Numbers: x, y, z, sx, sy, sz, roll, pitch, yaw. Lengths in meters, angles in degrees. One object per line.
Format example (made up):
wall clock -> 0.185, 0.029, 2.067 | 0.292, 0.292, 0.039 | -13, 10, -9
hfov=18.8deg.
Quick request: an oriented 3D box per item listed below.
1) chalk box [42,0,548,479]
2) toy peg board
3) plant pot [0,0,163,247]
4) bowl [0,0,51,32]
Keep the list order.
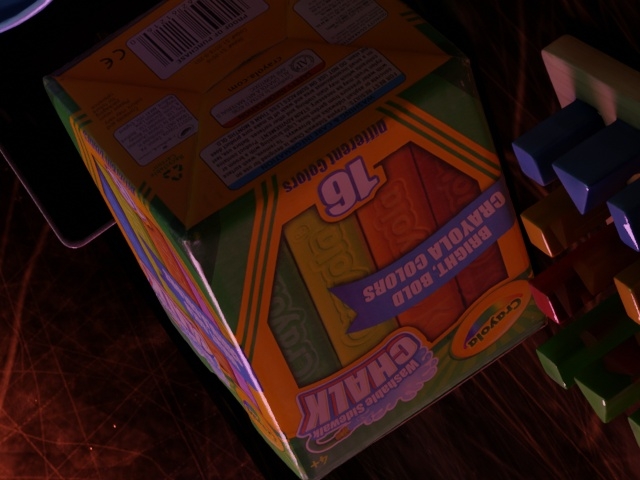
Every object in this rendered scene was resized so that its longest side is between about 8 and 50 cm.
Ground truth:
chalk box -> 0.000, 0.000, 1.110 | 0.179, 0.180, 0.289 | 46, 167, 43
toy peg board -> 0.140, 0.019, 0.814 | 0.161, 0.079, 0.161 | 40, 161, 54
plant pot -> -0.149, -0.122, 1.437 | 0.188, 0.187, 0.167 | 56, -178, 0
bowl -> -0.248, -0.268, 0.891 | 0.391, 0.077, 0.391 | 20, 140, 18
